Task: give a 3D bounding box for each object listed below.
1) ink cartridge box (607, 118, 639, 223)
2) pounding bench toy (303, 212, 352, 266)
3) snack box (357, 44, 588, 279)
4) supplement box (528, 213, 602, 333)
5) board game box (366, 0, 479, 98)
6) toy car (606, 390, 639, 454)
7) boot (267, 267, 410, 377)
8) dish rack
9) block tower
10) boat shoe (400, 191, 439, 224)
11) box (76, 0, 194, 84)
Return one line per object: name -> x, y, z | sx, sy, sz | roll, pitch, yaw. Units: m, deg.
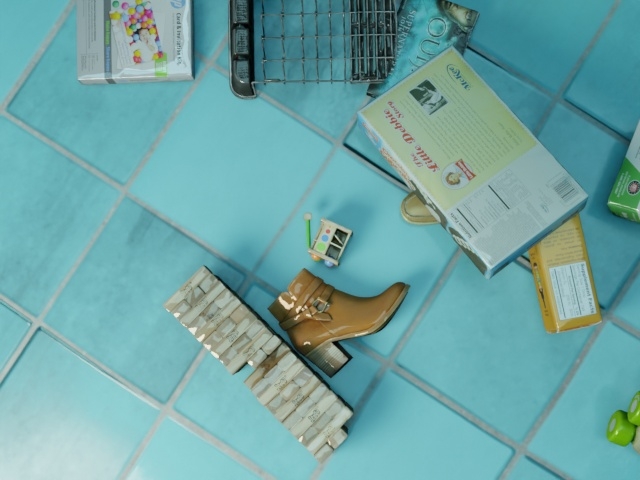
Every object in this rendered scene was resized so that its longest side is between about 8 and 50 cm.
ink cartridge box -> 0.562, -0.083, 1.604 | 0.208, 0.087, 0.153 | 21, 85, 25
pounding bench toy -> 0.000, 0.000, 1.666 | 0.083, 0.052, 0.065 | 24, 86, 4
snack box -> 0.223, -0.122, 1.600 | 0.187, 0.060, 0.322 | -35, 72, -8
supplement box -> 0.366, 0.023, 1.638 | 0.080, 0.078, 0.233 | -9, 85, -2
board game box -> 0.164, -0.298, 1.702 | 0.126, 0.026, 0.186 | 20, 86, 4
toy car -> 0.539, 0.232, 1.607 | 0.155, 0.149, 0.188 | 21, 57, 1
boot -> 0.028, 0.095, 1.648 | 0.197, 0.073, 0.152 | -43, 80, -5
dish rack -> -0.014, -0.335, 1.692 | 0.271, 0.074, 0.208 | -1, 86, 1
block tower -> -0.087, 0.186, 1.632 | 0.335, 0.097, 0.091 | 45, 87, 4
boat shoe -> 0.215, -0.075, 1.655 | 0.190, 0.072, 0.068 | -20, 84, 0
box -> -0.298, -0.328, 1.717 | 0.186, 0.038, 0.145 | -1, 85, 1
